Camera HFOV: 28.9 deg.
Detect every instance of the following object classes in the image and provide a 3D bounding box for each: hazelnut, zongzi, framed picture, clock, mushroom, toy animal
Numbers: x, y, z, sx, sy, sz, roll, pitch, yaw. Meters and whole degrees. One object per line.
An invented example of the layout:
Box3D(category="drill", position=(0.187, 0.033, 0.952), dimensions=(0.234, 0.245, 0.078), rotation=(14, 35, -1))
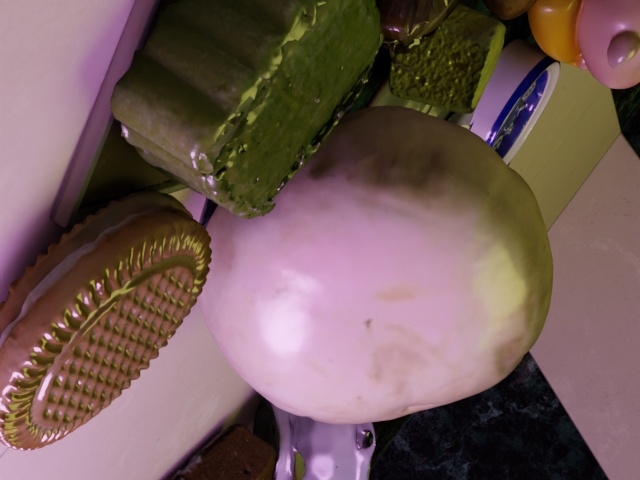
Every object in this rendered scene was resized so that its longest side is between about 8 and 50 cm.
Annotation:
Box3D(category="hazelnut", position=(0.240, -0.328, 1.584), dimensions=(0.086, 0.086, 0.086), rotation=(-50, 163, -21))
Box3D(category="zongzi", position=(0.107, -0.292, 1.234), dimensions=(0.187, 0.084, 0.184), rotation=(-52, 154, -35))
Box3D(category="framed picture", position=(-0.100, -0.128, 1.052), dimensions=(0.289, 0.020, 0.211), rotation=(-25, 145, -61))
Box3D(category="clock", position=(0.282, -0.201, 1.942), dimensions=(0.230, 0.083, 0.230), rotation=(-49, 164, -19))
Box3D(category="mushroom", position=(0.064, 0.037, 1.288), dimensions=(0.353, 0.325, 0.353), rotation=(-43, 171, -8))
Box3D(category="toy animal", position=(0.486, -0.365, 1.835), dimensions=(0.345, 0.247, 0.277), rotation=(-52, 141, -16))

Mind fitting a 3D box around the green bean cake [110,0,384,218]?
Box3D(category="green bean cake", position=(-0.050, -0.132, 0.955), dimensions=(0.214, 0.113, 0.200), rotation=(-55, 165, -3))

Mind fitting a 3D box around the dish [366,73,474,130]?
Box3D(category="dish", position=(0.132, -0.142, 1.597), dimensions=(0.260, 0.085, 0.260), rotation=(-50, 164, -21))

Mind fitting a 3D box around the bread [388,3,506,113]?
Box3D(category="bread", position=(0.145, -0.217, 1.432), dimensions=(0.111, 0.114, 0.129), rotation=(-44, 154, -52))

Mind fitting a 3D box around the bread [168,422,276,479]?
Box3D(category="bread", position=(-0.210, 0.413, 1.625), dimensions=(0.416, 0.113, 0.165), rotation=(-42, 159, -46))

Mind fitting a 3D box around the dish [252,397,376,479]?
Box3D(category="dish", position=(-0.025, 0.304, 1.816), dimensions=(0.303, 0.120, 0.303), rotation=(-177, -90, -72))

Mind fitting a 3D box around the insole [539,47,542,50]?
Box3D(category="insole", position=(0.375, -0.295, 2.168), dimensions=(0.053, 0.002, 0.152), rotation=(-51, 164, -17))

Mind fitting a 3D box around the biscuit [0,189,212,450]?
Box3D(category="biscuit", position=(-0.189, 0.065, 1.035), dimensions=(0.259, 0.079, 0.259), rotation=(-46, 165, -17))
